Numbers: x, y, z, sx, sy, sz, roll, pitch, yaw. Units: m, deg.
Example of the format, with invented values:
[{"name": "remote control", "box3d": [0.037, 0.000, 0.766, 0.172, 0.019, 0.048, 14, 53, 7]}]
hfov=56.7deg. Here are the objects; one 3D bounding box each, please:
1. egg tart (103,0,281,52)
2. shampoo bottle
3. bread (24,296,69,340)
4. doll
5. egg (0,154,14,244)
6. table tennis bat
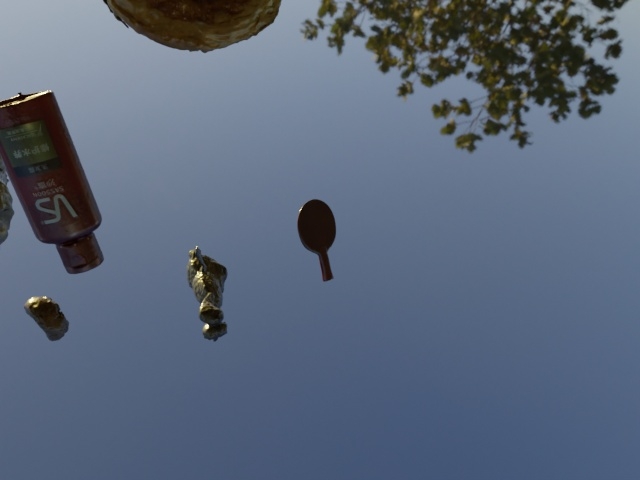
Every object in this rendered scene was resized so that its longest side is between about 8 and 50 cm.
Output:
[{"name": "egg tart", "box3d": [-0.295, -0.606, 1.374, 0.442, 0.178, 0.444, 4, -108, -11]}, {"name": "shampoo bottle", "box3d": [-0.459, -0.092, 1.015, 0.118, 0.315, 0.076, -18, -154, -13]}, {"name": "bread", "box3d": [-0.612, 0.170, 1.333, 0.060, 0.082, 0.113, -39, -88, -30]}, {"name": "doll", "box3d": [-0.229, 0.099, 1.205, 0.091, 0.286, 0.203, -26, -95, -5]}, {"name": "egg", "box3d": [-0.444, -0.050, 0.554, 0.279, 0.279, 0.311, -44, -70, -49]}, {"name": "table tennis bat", "box3d": [0.000, 0.000, 1.098, 0.019, 0.155, 0.098, -4, -169, 44]}]
